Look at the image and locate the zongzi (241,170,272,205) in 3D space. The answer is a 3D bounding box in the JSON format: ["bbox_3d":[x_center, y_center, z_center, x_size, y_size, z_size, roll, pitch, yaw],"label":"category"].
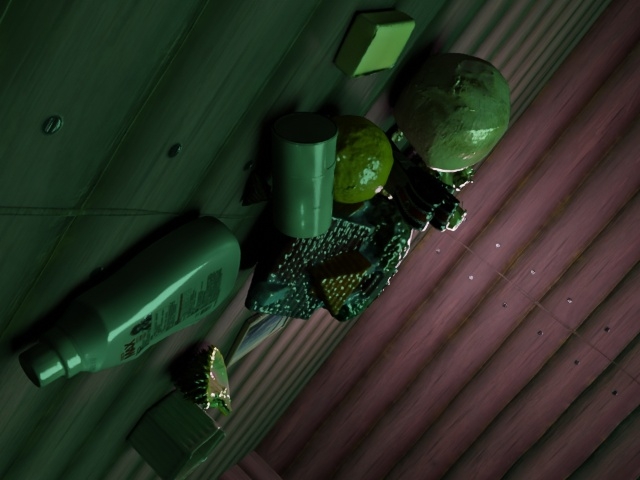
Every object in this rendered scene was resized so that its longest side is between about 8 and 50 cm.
[{"bbox_3d":[-0.122,-0.106,1.244,0.073,0.067,0.083,-33,179,-38],"label":"zongzi"}]

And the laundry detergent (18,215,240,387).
[{"bbox_3d":[-0.333,0.132,1.072,0.398,0.125,0.264,-35,160,-40],"label":"laundry detergent"}]

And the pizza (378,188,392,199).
[{"bbox_3d":[0.169,-0.136,1.875,0.271,0.134,0.056,123,-29,-43],"label":"pizza"}]

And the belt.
[{"bbox_3d":[0.179,-0.159,1.409,0.126,0.359,0.094,-8,134,-38],"label":"belt"}]

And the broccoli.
[{"bbox_3d":[0.374,-0.146,2.095,0.293,0.281,0.348,-42,163,-29],"label":"broccoli"}]

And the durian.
[{"bbox_3d":[-0.309,0.406,1.704,0.158,0.169,0.352,-45,163,-15],"label":"durian"}]

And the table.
[{"bbox_3d":[-0.034,-0.127,1.176,0.126,0.126,0.220,-37,143,-40],"label":"table"}]

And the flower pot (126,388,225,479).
[{"bbox_3d":[-0.424,0.581,1.772,0.209,0.190,0.239,-46,166,-16],"label":"flower pot"}]

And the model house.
[{"bbox_3d":[-0.002,0.033,1.465,0.360,0.297,0.339,-55,161,24],"label":"model house"}]

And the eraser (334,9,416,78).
[{"bbox_3d":[0.110,-0.390,1.183,0.172,0.058,0.117,-32,157,-49],"label":"eraser"}]

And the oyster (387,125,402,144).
[{"bbox_3d":[0.207,-0.299,1.739,0.132,0.029,0.086,-31,150,-43],"label":"oyster"}]

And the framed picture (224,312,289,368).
[{"bbox_3d":[-0.185,0.288,2.060,0.335,0.022,0.247,-31,156,-51],"label":"framed picture"}]

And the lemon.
[{"bbox_3d":[0.063,-0.177,1.309,0.192,0.192,0.231,-51,164,7],"label":"lemon"}]

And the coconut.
[{"bbox_3d":[0.348,-0.343,1.548,0.297,0.297,0.254,-38,162,-36],"label":"coconut"}]
